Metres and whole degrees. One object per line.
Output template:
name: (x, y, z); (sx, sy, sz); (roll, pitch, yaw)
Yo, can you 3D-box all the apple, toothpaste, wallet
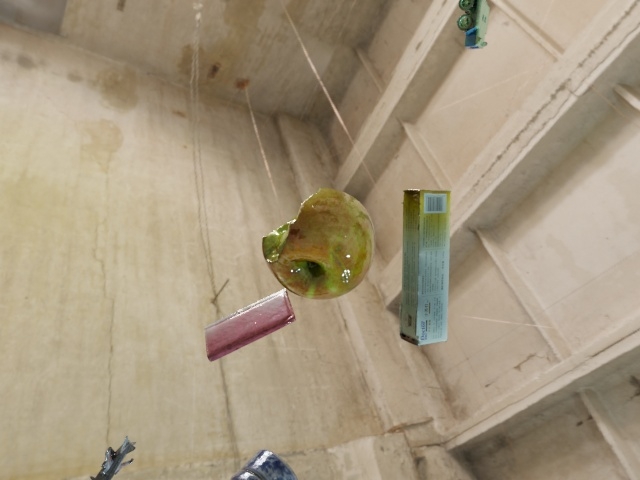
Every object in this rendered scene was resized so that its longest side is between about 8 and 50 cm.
apple: (0.000, 0.000, 0.969); (0.246, 0.246, 0.226); (-45, -163, 38)
toothpaste: (0.214, 0.053, 0.896); (0.071, 0.089, 0.313); (10, -78, 63)
wallet: (-0.177, 0.208, 1.094); (0.232, 0.025, 0.119); (-25, -146, -2)

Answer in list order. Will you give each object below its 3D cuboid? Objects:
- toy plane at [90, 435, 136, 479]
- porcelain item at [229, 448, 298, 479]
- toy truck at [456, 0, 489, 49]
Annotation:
toy plane: (-0.313, 0.337, 0.663); (0.031, 0.083, 0.079); (24, -34, 24)
porcelain item: (-0.137, 0.597, 1.059); (0.147, 0.114, 0.147); (20, -56, 32)
toy truck: (0.248, -0.371, 0.632); (0.081, 0.067, 0.175); (11, -74, 30)
